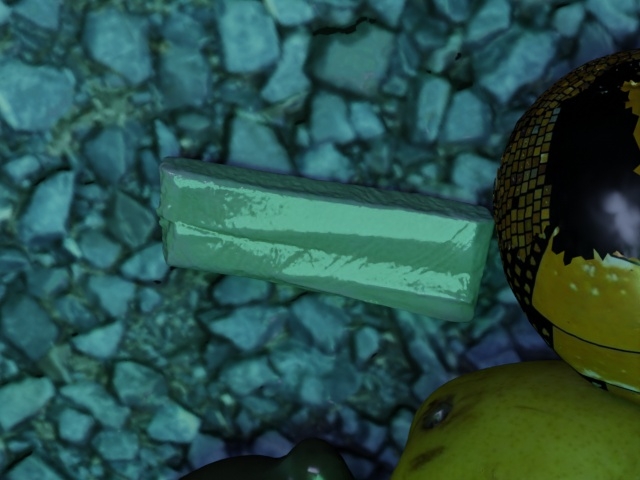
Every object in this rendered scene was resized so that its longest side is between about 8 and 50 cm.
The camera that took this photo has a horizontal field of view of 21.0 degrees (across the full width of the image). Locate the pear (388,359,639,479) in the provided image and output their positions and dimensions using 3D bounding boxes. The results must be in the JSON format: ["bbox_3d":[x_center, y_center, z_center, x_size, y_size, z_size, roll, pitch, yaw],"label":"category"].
[{"bbox_3d":[0.159,0.200,1.080,0.280,0.281,0.281,2,113,5],"label":"pear"}]

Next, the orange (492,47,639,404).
[{"bbox_3d":[0.216,-0.008,1.013,0.234,0.234,0.182,30,145,-7],"label":"orange"}]

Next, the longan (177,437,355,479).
[{"bbox_3d":[-0.036,0.227,1.173,0.185,0.159,0.204,25,104,-4],"label":"longan"}]

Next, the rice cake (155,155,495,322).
[{"bbox_3d":[-0.001,-0.001,1.136,0.221,0.042,0.080,10,118,1],"label":"rice cake"}]
